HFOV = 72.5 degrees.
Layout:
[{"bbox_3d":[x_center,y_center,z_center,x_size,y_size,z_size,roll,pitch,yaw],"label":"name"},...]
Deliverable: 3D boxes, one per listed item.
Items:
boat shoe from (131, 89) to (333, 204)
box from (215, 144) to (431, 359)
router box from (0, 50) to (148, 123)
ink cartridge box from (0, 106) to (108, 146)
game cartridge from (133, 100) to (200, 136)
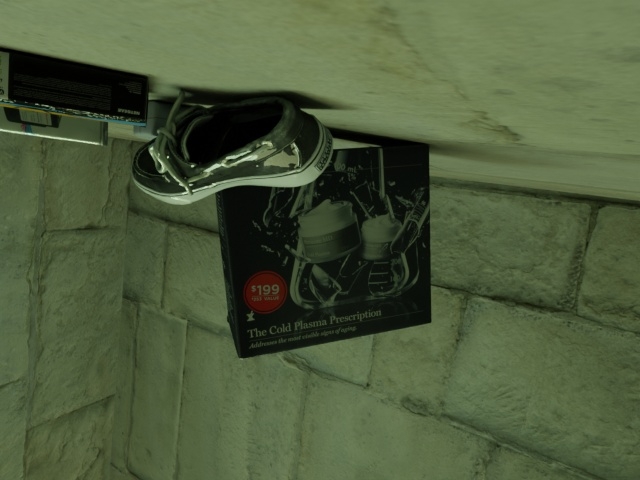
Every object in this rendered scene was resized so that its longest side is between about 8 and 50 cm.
[{"bbox_3d":[-0.140,-0.108,0.514,0.306,0.113,0.105,6,168,33],"label":"boat shoe"},{"bbox_3d":[0.000,0.000,0.763,0.343,0.313,0.179,-8,-168,-16],"label":"box"},{"bbox_3d":[-0.277,-0.157,0.460,0.178,0.046,0.133,4,-171,-22],"label":"router box"},{"bbox_3d":[-0.399,-0.183,0.617,0.175,0.072,0.127,4,-171,-24],"label":"ink cartridge box"},{"bbox_3d":[-0.219,-0.191,0.762,0.198,0.062,0.297,9,-173,-24],"label":"game cartridge"}]
